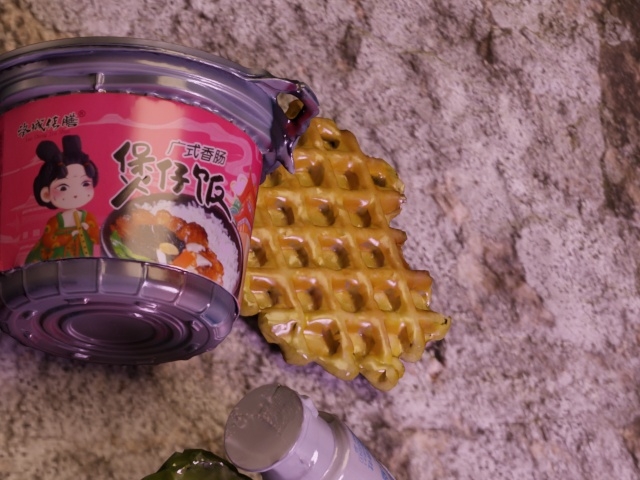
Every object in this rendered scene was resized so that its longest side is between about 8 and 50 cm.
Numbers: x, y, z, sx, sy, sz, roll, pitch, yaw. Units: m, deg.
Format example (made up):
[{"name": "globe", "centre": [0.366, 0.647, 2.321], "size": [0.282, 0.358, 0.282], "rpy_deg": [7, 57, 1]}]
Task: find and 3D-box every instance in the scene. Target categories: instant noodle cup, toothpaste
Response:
[{"name": "instant noodle cup", "centre": [-0.150, -0.014, 1.373], "size": [0.258, 0.302, 0.182], "rpy_deg": [34, 51, -52]}, {"name": "toothpaste", "centre": [0.036, 0.197, 1.350], "size": [0.114, 0.073, 0.299], "rpy_deg": [38, -4, 44]}]

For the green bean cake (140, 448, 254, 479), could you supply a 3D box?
[{"name": "green bean cake", "centre": [-0.085, 0.266, 1.266], "size": [0.200, 0.113, 0.214], "rpy_deg": [43, 43, 0]}]

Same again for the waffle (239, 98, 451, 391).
[{"name": "waffle", "centre": [0.001, -0.001, 1.593], "size": [0.291, 0.051, 0.291], "rpy_deg": [18, 50, -22]}]
